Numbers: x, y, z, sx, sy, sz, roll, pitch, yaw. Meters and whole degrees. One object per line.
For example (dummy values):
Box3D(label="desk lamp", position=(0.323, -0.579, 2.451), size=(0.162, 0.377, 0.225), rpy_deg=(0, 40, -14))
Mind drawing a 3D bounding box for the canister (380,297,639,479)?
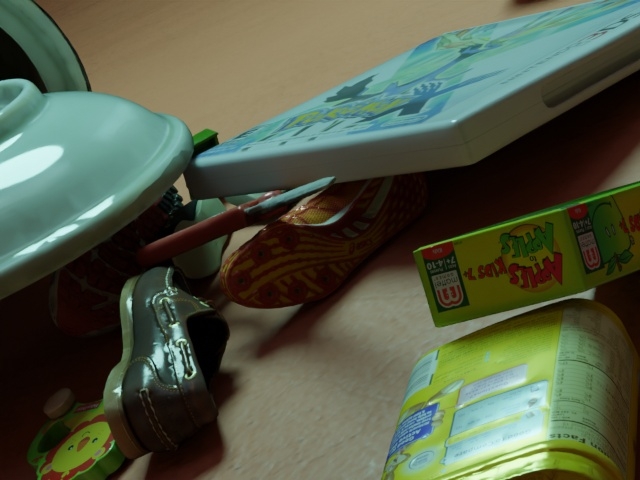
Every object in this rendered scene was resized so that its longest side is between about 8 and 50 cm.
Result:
Box3D(label="canister", position=(0.088, 0.102, 0.861), size=(0.126, 0.073, 0.170), rpy_deg=(-23, 18, 20))

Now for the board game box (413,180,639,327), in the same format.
Box3D(label="board game box", position=(0.139, 0.000, 0.987), size=(0.092, 0.043, 0.181), rpy_deg=(-16, 0, 37))

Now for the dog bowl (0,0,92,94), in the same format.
Box3D(label="dog bowl", position=(-0.413, -0.115, 1.640), size=(0.408, 0.408, 0.150), rpy_deg=(-30, 40, 3))

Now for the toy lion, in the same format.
Box3D(label="toy lion", position=(-0.160, 0.136, 1.236), size=(0.100, 0.034, 0.096), rpy_deg=(-15, 31, 40))

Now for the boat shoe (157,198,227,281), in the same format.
Box3D(label="boat shoe", position=(-0.105, 0.004, 1.466), size=(0.042, 0.049, 0.133), rpy_deg=(-31, 15, 18))

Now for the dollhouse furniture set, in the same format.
Box3D(label="dollhouse furniture set", position=(-0.060, -0.044, 1.557), size=(0.076, 0.058, 0.152), rpy_deg=(-33, 36, -30))

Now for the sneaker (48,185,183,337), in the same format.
Box3D(label="sneaker", position=(-0.174, 0.020, 1.503), size=(0.093, 0.088, 0.225), rpy_deg=(-46, 11, 25))

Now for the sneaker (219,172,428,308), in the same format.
Box3D(label="sneaker", position=(0.000, 0.000, 1.301), size=(0.175, 0.064, 0.067), rpy_deg=(-29, 11, -29))

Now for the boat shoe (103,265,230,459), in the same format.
Box3D(label="boat shoe", position=(-0.093, 0.073, 1.232), size=(0.073, 0.073, 0.207), rpy_deg=(-26, 26, 11))

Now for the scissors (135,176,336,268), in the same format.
Box3D(label="scissors", position=(-0.031, -0.027, 1.245), size=(0.109, 0.021, 0.297), rpy_deg=(-22, 0, -32))

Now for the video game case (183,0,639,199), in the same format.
Box3D(label="video game case", position=(0.099, -0.113, 1.376), size=(0.300, 0.036, 0.329), rpy_deg=(-29, 14, -34))

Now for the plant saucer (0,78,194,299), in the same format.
Box3D(label="plant saucer", position=(-0.298, -0.035, 1.422), size=(0.401, 0.100, 0.400), rpy_deg=(-21, 17, 7))
